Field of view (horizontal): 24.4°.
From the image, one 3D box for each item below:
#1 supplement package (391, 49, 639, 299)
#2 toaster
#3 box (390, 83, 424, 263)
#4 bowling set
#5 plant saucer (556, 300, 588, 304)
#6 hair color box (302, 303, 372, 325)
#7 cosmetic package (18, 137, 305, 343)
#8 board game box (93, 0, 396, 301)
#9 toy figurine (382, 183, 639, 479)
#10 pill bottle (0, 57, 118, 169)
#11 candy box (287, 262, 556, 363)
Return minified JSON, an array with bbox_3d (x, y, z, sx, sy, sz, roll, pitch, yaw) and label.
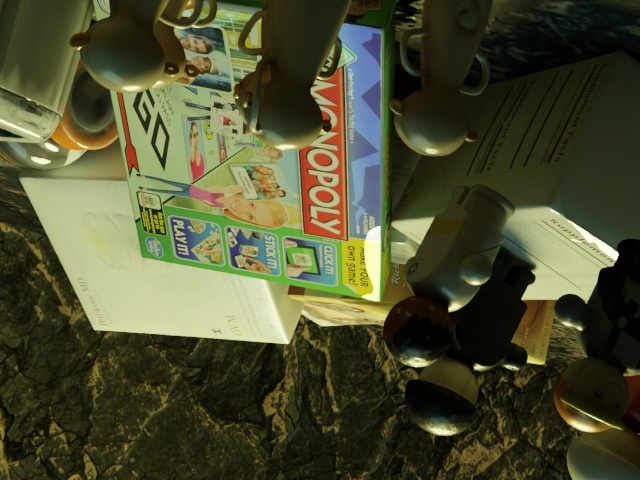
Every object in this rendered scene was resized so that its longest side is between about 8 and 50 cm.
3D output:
[{"bbox_3d":[0.187,-0.042,1.158,0.139,0.134,0.244,33,165,-20],"label":"supplement package"},{"bbox_3d":[-0.256,-0.156,1.079,0.227,0.146,0.129,7,171,32],"label":"toaster"},{"bbox_3d":[0.066,-0.058,1.315,0.072,0.137,0.126,11,172,13],"label":"box"},{"bbox_3d":[-0.048,-0.127,0.932,0.287,0.154,0.200,17,170,-30],"label":"bowling set"},{"bbox_3d":[0.388,0.044,1.507,0.310,0.050,0.310,-6,161,-2],"label":"plant saucer"},{"bbox_3d":[0.000,0.000,1.713,0.174,0.105,0.347,-4,159,29],"label":"hair color box"},{"bbox_3d":[-0.140,-0.024,1.460,0.224,0.138,0.224,3,137,22],"label":"cosmetic package"},{"bbox_3d":[-0.050,-0.080,1.146,0.213,0.046,0.317,11,143,11],"label":"board game box"},{"bbox_3d":[0.153,0.077,1.056,0.213,0.148,0.209,22,165,22],"label":"toy figurine"},{"bbox_3d":[-0.287,-0.131,1.356,0.245,0.130,0.130,7,170,39],"label":"pill bottle"},{"bbox_3d":[0.121,0.007,1.522,0.316,0.183,0.087,19,169,-42],"label":"candy box"}]
